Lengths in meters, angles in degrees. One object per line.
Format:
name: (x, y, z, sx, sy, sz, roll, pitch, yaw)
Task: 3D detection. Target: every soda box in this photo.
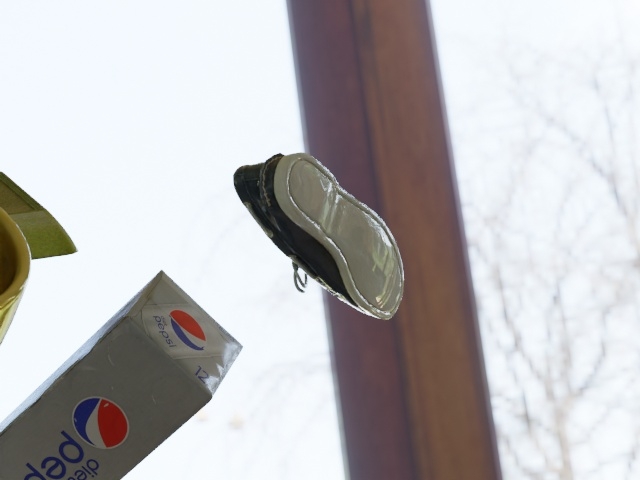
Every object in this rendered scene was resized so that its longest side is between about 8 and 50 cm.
soda box: (-0.196, 0.155, 1.552, 0.286, 0.098, 0.091, -43, 8, 27)

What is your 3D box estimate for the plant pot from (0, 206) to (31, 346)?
plant pot: (-0.427, 0.083, 1.787, 0.254, 0.254, 0.239, 5, -56, -31)

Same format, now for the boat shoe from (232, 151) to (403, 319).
boat shoe: (0.000, 0.000, 1.924, 0.079, 0.095, 0.254, -2, -29, 35)

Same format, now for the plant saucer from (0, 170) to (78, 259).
plant saucer: (-0.379, -0.027, 2.027, 0.188, 0.045, 0.188, -9, 25, -30)
